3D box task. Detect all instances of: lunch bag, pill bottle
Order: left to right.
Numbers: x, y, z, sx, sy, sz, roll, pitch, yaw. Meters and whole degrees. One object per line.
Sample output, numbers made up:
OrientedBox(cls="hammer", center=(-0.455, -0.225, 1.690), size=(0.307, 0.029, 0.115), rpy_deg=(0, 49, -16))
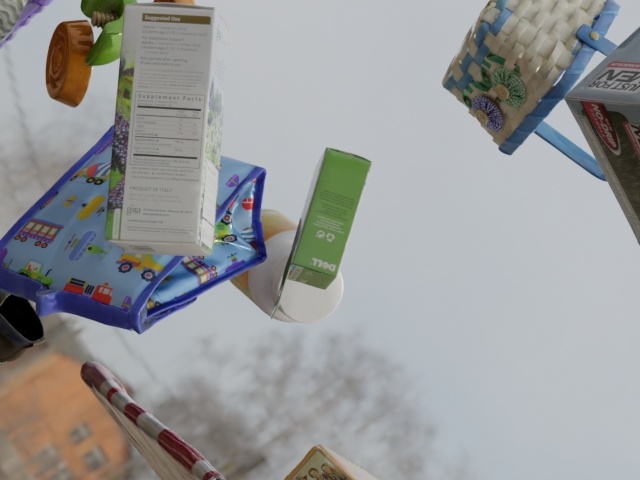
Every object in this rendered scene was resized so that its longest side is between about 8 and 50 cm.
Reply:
OrientedBox(cls="lunch bag", center=(-0.231, 0.003, 1.927), size=(0.221, 0.293, 0.138), rpy_deg=(18, -54, 26))
OrientedBox(cls="pill bottle", center=(-0.053, 0.042, 2.446), size=(0.136, 0.136, 0.245), rpy_deg=(62, -11, -21))

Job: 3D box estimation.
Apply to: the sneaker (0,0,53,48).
OrientedBox(cls="sneaker", center=(-0.374, -0.302, 1.985), size=(0.102, 0.293, 0.146), rpy_deg=(47, -38, -7))

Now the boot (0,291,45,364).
OrientedBox(cls="boot", center=(-0.412, 0.048, 2.037), size=(0.106, 0.082, 0.219), rpy_deg=(-14, -74, 43))

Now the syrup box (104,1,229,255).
OrientedBox(cls="syrup box", center=(-0.149, -0.108, 1.634), size=(0.093, 0.096, 0.237), rpy_deg=(58, 35, -82))

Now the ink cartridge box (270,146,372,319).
OrientedBox(cls="ink cartridge box", center=(0.000, 0.000, 2.050), size=(0.062, 0.209, 0.109), rpy_deg=(18, -12, -4))

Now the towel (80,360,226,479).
OrientedBox(cls="towel", center=(-0.140, 0.272, 1.876), size=(0.329, 0.037, 0.237), rpy_deg=(29, -24, 54))

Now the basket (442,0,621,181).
OrientedBox(cls="basket", center=(0.321, -0.206, 2.199), size=(0.289, 0.201, 0.255), rpy_deg=(30, -28, 0))

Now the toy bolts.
OrientedBox(cls="toy bolts", center=(-0.206, -0.262, 1.874), size=(0.218, 0.158, 0.229), rpy_deg=(-43, -133, 53))

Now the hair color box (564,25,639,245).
OrientedBox(cls="hair color box", center=(0.421, -0.172, 1.574), size=(0.113, 0.374, 0.185), rpy_deg=(15, -38, 56))

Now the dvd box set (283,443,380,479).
OrientedBox(cls="dvd box set", center=(0.163, 0.382, 1.624), size=(0.420, 0.062, 0.307), rpy_deg=(42, -2, 24))
